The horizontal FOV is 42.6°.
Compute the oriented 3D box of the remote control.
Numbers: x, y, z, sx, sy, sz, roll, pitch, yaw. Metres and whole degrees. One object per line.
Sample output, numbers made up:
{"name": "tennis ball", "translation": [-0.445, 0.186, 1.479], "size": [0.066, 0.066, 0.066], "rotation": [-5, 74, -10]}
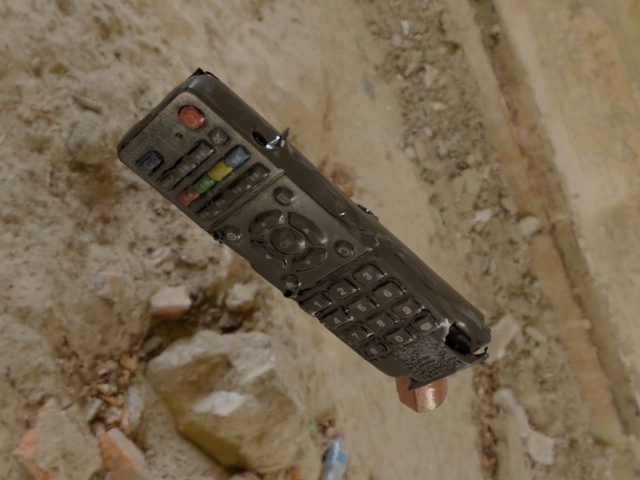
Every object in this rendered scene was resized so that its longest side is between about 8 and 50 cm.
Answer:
{"name": "remote control", "translation": [0.000, 0.000, 0.782], "size": [0.399, 0.144, 0.062], "rotation": [41, 39, -20]}

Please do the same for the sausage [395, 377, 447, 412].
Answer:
{"name": "sausage", "translation": [0.106, 0.116, 0.942], "size": [0.065, 0.065, 0.169], "rotation": [-70, 151, -52]}
